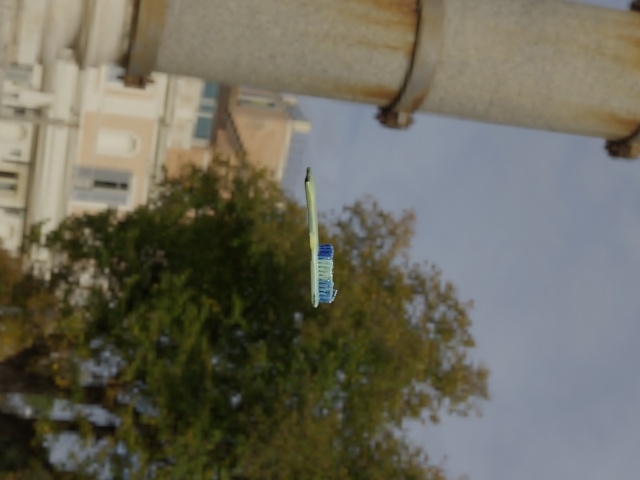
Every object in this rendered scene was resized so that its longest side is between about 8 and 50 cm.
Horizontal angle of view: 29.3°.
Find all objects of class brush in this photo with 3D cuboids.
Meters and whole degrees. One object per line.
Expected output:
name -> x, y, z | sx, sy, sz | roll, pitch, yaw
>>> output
brush -> -0.001, 0.000, 1.315 | 0.033, 0.030, 0.179 | -74, 165, -49
